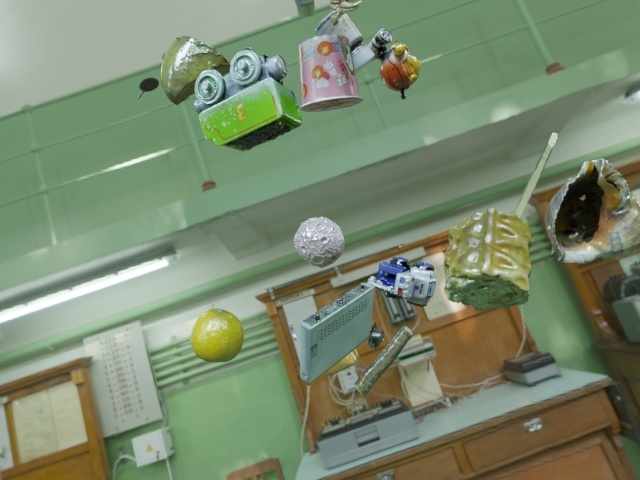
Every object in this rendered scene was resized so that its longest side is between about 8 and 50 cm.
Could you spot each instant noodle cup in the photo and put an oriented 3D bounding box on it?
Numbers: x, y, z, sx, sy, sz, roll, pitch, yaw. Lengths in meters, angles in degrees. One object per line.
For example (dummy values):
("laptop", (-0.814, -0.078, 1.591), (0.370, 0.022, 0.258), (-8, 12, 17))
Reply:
("instant noodle cup", (0.028, -0.623, 1.546), (0.243, 0.230, 0.243), (-7, 10, 1))

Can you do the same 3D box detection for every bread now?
("bread", (0.047, 0.422, 1.504), (0.077, 0.115, 0.200), (-34, -5, -44))
("bread", (0.470, 0.055, 1.164), (0.239, 0.251, 0.196), (-21, -51, 34))

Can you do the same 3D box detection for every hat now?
("hat", (0.261, 0.437, 1.887), (0.051, 0.121, 0.121), (-7, -3, 33))

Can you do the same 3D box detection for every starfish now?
("starfish", (0.086, -0.924, 1.574), (0.071, 0.238, 0.215), (-14, -42, -22))

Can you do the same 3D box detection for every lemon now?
("lemon", (-0.465, 0.419, 1.872), (0.241, 0.218, 0.240), (9, 8, -1))

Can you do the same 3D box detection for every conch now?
("conch", (0.797, -0.078, 1.243), (0.297, 0.352, 0.210), (-31, 14, -3))

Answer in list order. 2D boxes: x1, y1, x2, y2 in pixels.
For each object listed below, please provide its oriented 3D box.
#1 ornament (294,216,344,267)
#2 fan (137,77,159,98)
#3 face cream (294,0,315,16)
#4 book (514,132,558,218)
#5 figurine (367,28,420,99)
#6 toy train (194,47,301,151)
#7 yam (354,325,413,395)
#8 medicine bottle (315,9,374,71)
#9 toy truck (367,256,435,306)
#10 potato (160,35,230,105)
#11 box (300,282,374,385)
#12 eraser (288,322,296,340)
("ornament", (0.000, 0.000, 2.069), (0.225, 0.259, 0.259), (-44, -17, 11))
("fan", (-0.751, -0.654, 1.770), (0.133, 0.005, 0.085), (-35, -12, 27))
("face cream", (-0.070, -0.948, 1.505), (0.114, 0.070, 0.224), (-22, -38, -9))
("book", (0.700, -0.199, 1.351), (0.201, 0.026, 0.289), (-39, -34, -50))
("figurine", (0.374, -0.896, 2.095), (0.196, 0.323, 0.320), (-45, 5, 10))
("toy train", (-0.223, -0.409, 1.239), (0.308, 0.248, 0.173), (-18, -2, 21))
("yam", (0.215, 0.407, 1.393), (0.274, 0.061, 0.061), (-51, -16, 5))
("medicine bottle", (0.117, -0.930, 1.937), (0.165, 0.273, 0.165), (-39, 11, 9))
("toy truck", (0.290, 0.148, 1.460), (0.213, 0.160, 0.177), (13, 6, 34))
("potato", (-0.538, -0.676, 1.664), (0.270, 0.255, 0.112), (24, -12, 5))
("box", (0.047, 0.242, 1.111), (0.045, 0.210, 0.270), (21, 33, 37))
("eraser", (-0.133, 0.436, 1.965), (0.019, 0.099, 0.027), (-11, -50, -13))
